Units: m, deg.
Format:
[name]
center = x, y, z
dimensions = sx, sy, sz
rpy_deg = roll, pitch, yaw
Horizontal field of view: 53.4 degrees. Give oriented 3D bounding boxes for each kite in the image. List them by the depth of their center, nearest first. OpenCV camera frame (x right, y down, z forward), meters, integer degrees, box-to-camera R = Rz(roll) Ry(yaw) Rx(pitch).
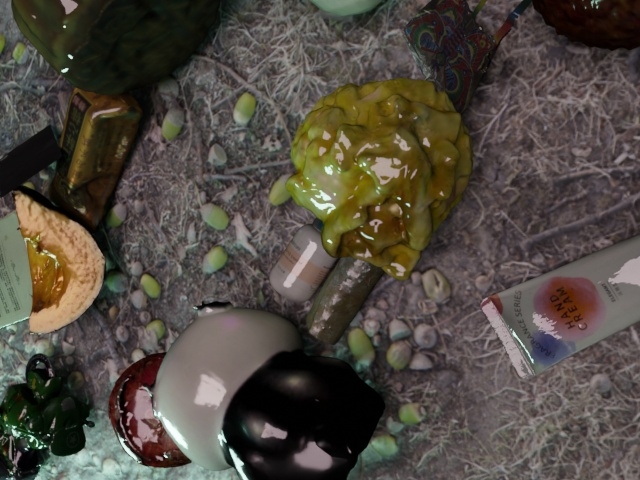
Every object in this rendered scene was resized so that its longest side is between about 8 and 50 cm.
[kite]
center = 0.190, -0.276, 0.772
dimensions = 0.015, 0.285, 0.152
rpy_deg = -25, 79, -22

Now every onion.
[onion]
center = -0.246, 0.269, 1.027
dimensions = 0.183, 0.147, 0.184
rpy_deg = 2, 83, -13

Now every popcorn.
[popcorn]
center = 0.083, -0.090, 0.812
dimensions = 0.259, 0.259, 0.212
rpy_deg = 51, 150, 11

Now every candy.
[candy]
center = -0.383, -0.144, 1.065
dimensions = 0.143, 0.101, 0.271
rpy_deg = 43, 118, 24

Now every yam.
[yam]
center = 0.038, 0.071, 0.931
dimensions = 0.068, 0.068, 0.169
rpy_deg = 38, 105, 15

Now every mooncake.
[mooncake]
center = -0.283, -0.347, 0.911
dimensions = 0.290, 0.290, 0.161
rpy_deg = -38, 82, 19

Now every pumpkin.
[pumpkin]
center = -0.440, 0.021, 1.108
dimensions = 0.149, 0.130, 0.254
rpy_deg = -6, 97, -7

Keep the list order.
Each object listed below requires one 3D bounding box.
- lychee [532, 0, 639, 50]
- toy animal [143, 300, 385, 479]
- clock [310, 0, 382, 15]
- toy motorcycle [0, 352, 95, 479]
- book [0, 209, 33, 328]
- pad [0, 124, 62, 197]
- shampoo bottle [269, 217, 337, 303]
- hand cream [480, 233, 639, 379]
[lychee]
center = 0.349, -0.338, 0.681
dimensions = 0.260, 0.260, 0.261
rpy_deg = 2, 94, 21
[toy animal]
center = -0.083, 0.228, 0.899
dimensions = 0.310, 0.251, 0.251
rpy_deg = 29, 104, 10
[clock]
center = -0.024, -0.483, 0.798
dimensions = 0.342, 0.184, 0.326
rpy_deg = 13, 98, -20
[toy motorcycle]
center = -0.516, 0.351, 1.144
dimensions = 0.187, 0.124, 0.275
rpy_deg = 43, 110, 24
[book]
center = -0.644, 0.077, 1.220
dimensions = 0.289, 0.026, 0.201
rpy_deg = -18, 87, 22
[pad]
center = -0.494, -0.138, 1.072
dimensions = 0.116, 0.004, 0.193
rpy_deg = -38, 36, -7
[shampoo bottle]
center = 0.000, 0.000, 0.936
dimensions = 0.074, 0.074, 0.192
rpy_deg = 37, 100, 15
[hand cream]
center = 0.374, 0.057, 0.799
dimensions = 0.340, 0.077, 0.124
rpy_deg = -33, 82, 25
